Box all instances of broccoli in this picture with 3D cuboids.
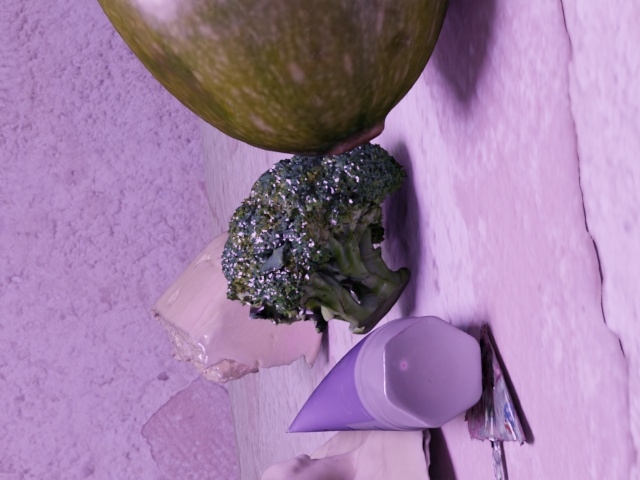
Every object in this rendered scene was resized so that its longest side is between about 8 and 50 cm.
[{"bbox_3d":[0.000,0.000,1.019,0.156,0.195,0.195,45,156,14],"label":"broccoli"}]

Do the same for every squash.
[{"bbox_3d":[-0.054,-0.207,0.817,0.310,0.310,0.309,-153,56,-78],"label":"squash"}]

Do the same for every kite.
[{"bbox_3d":[0.117,0.131,0.818,0.139,0.011,0.157,125,140,-79],"label":"kite"}]

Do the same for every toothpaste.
[{"bbox_3d":[0.040,0.109,0.982,0.080,0.125,0.371,44,167,-3],"label":"toothpaste"}]

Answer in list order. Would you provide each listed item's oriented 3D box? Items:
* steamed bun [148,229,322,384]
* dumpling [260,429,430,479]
[{"bbox_3d":[-0.088,0.102,1.470,0.170,0.200,0.225,47,179,-19],"label":"steamed bun"},{"bbox_3d":[0.022,0.278,1.030,0.315,0.233,0.395,-57,8,17],"label":"dumpling"}]
